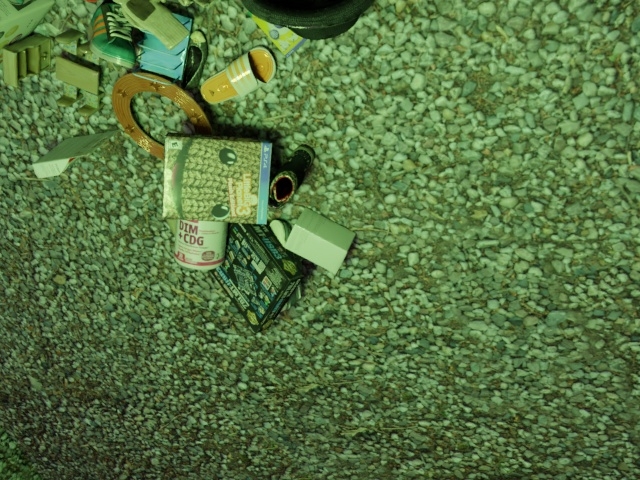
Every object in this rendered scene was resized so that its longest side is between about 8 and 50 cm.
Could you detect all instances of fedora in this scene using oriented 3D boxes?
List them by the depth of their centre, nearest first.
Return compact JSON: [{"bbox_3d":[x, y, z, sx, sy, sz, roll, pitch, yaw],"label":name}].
[{"bbox_3d":[-0.021,-0.572,1.499,0.333,0.334,0.152,12,157,13],"label":"fedora"}]

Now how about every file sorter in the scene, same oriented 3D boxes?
[{"bbox_3d":[-0.424,-0.516,1.704,0.118,0.104,0.170,16,117,-4],"label":"file sorter"}]

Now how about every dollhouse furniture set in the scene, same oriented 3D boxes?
[{"bbox_3d":[-0.768,-0.493,1.866,0.242,0.161,0.212,23,128,5],"label":"dollhouse furniture set"}]

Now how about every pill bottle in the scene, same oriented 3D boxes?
[{"bbox_3d":[-0.367,-0.066,1.990,0.160,0.160,0.283,14,112,12],"label":"pill bottle"}]

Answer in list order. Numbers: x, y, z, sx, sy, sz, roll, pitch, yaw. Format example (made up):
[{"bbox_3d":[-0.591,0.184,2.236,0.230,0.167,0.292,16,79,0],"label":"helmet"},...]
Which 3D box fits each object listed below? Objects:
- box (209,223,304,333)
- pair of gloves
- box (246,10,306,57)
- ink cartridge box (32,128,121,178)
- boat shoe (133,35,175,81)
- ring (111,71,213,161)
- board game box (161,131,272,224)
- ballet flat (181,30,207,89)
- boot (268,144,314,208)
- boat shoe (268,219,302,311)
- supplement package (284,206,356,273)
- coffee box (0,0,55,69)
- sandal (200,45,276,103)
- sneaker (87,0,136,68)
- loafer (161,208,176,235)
[{"bbox_3d":[-0.215,0.100,2.052,0.296,0.073,0.293,51,133,21],"label":"box"},{"bbox_3d":[-0.383,-0.618,1.617,0.204,0.240,0.042,36,168,-4],"label":"pair of gloves"},{"bbox_3d":[-0.106,-0.571,1.635,0.105,0.043,0.179,-34,105,35],"label":"box"},{"bbox_3d":[-0.752,-0.272,1.999,0.232,0.189,0.066,-1,124,21],"label":"ink cartridge box"},{"bbox_3d":[-0.465,-0.517,1.800,0.178,0.060,0.064,33,115,-12],"label":"boat shoe"},{"bbox_3d":[-0.470,-0.345,1.886,0.336,0.032,0.337,16,143,12],"label":"ring"},{"bbox_3d":[-0.293,-0.176,1.808,0.290,0.141,0.232,2,103,-10],"label":"board game box"},{"bbox_3d":[-0.351,-0.495,1.775,0.057,0.049,0.173,23,125,7],"label":"ballet flat"},{"bbox_3d":[-0.113,-0.150,1.845,0.085,0.179,0.236,33,128,-5],"label":"boot"},{"bbox_3d":[-0.113,0.075,2.076,0.116,0.099,0.320,27,126,48],"label":"boat shoe"},{"bbox_3d":[0.000,0.000,1.957,0.179,0.105,0.105,28,128,2],"label":"supplement package"},{"bbox_3d":[-1.028,-0.642,1.750,0.337,0.334,0.338,-31,109,35],"label":"coffee box"},{"bbox_3d":[-0.235,-0.433,1.759,0.265,0.076,0.102,-22,114,32],"label":"sandal"},{"bbox_3d":[-0.543,-0.556,1.680,0.108,0.302,0.121,10,120,-38],"label":"sneaker"},{"bbox_3d":[-0.464,-0.116,2.055,0.092,0.102,0.269,21,125,31],"label":"loafer"}]
